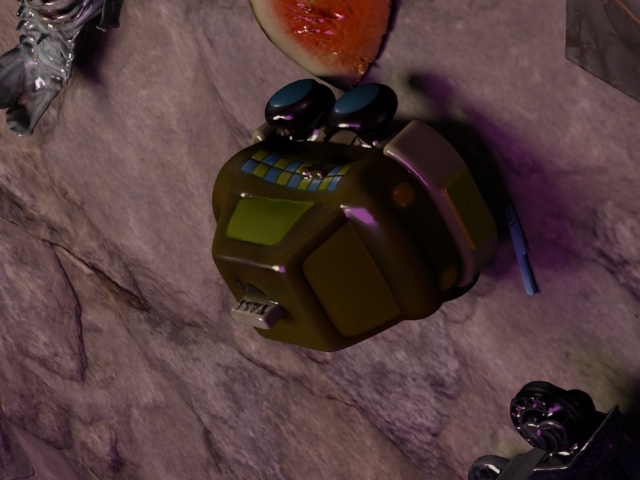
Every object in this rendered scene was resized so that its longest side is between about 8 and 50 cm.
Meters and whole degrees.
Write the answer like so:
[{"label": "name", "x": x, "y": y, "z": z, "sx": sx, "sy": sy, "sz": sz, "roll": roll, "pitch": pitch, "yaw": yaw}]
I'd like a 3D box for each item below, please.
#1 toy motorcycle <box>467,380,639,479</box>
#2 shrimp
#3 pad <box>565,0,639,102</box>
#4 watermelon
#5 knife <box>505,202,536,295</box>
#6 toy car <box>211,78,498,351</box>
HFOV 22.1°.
[{"label": "toy motorcycle", "x": 0.222, "y": 0.250, "z": 1.428, "sx": 0.213, "sy": 0.125, "sz": 0.358, "roll": 36, "pitch": 149, "yaw": 10}, {"label": "shrimp", "x": -0.262, "y": -0.248, "z": 1.525, "sx": 0.221, "sy": 0.166, "sz": 0.410, "roll": 43, "pitch": 161, "yaw": 10}, {"label": "pad", "x": 0.222, "y": -0.182, "z": 0.864, "sx": 0.248, "sy": 0.007, "sz": 0.367, "roll": 37, "pitch": 150, "yaw": 33}, {"label": "watermelon", "x": 0.004, "y": -0.210, "z": 1.299, "sx": 0.119, "sy": 0.063, "sz": 0.245, "roll": 29, "pitch": 144, "yaw": 11}, {"label": "knife", "x": 0.165, "y": 0.008, "z": 1.350, "sx": 0.014, "sy": 0.005, "sz": 0.091, "roll": 15, "pitch": 133, "yaw": 48}, {"label": "toy car", "x": 0.000, "y": 0.000, "z": 1.358, "sx": 0.248, "sy": 0.198, "sz": 0.204, "roll": 11, "pitch": 138, "yaw": 51}]
